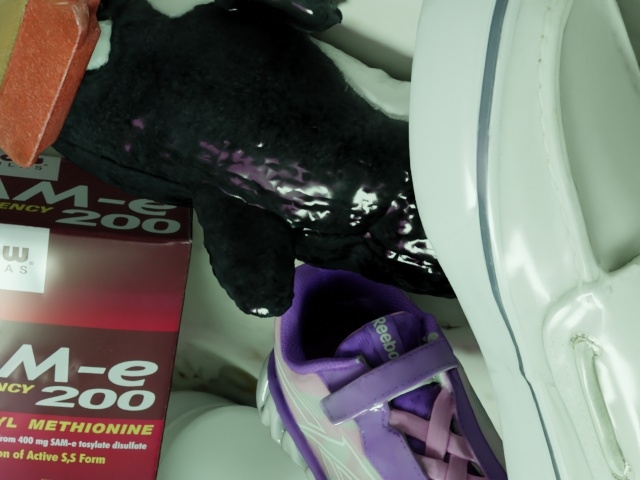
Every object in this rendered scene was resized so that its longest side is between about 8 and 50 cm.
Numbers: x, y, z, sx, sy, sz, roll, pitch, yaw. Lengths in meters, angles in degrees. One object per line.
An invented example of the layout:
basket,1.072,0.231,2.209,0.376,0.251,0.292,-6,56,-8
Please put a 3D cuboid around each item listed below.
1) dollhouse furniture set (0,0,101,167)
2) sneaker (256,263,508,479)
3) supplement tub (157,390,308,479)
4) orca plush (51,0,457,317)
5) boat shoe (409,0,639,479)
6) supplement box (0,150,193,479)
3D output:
dollhouse furniture set,-0.149,-0.120,0.315,0.152,0.201,0.374,49,144,6
sneaker,0.038,0.088,0.554,0.236,0.095,0.104,53,153,43
supplement tub,-0.109,0.170,0.823,0.144,0.144,0.200,43,148,-26
orca plush,0.000,0.000,0.501,0.287,0.102,0.151,31,151,-8
boat shoe,0.100,0.027,0.408,0.088,0.096,0.267,7,119,39
supplement box,-0.139,0.078,0.620,0.130,0.073,0.239,5,119,-11
